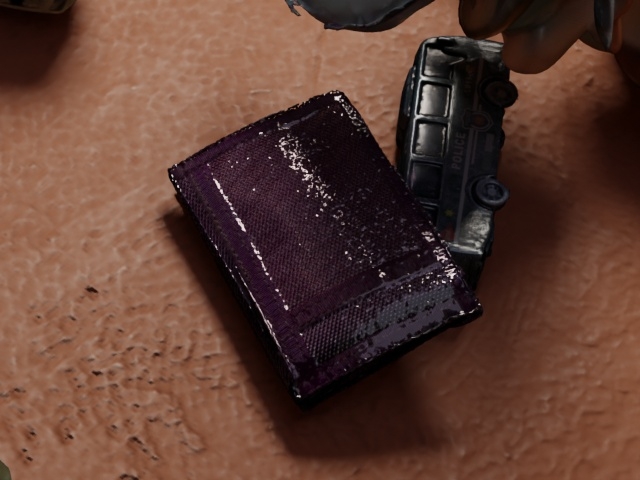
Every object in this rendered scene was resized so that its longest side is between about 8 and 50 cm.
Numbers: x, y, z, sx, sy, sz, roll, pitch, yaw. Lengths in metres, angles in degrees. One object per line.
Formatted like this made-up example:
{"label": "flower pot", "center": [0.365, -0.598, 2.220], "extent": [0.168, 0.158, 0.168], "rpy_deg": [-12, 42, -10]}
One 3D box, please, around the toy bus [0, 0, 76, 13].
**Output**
{"label": "toy bus", "center": [-0.210, -0.187, 1.112], "extent": [0.194, 0.089, 0.087], "rpy_deg": [12, 52, -5]}

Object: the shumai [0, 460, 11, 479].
{"label": "shumai", "center": [-0.223, 0.179, 0.708], "extent": [0.348, 0.395, 0.395], "rpy_deg": [46, 51, -9]}

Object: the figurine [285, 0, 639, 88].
{"label": "figurine", "center": [0.197, -0.188, 1.088], "extent": [0.388, 0.248, 0.277], "rpy_deg": [11, 78, -36]}

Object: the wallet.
{"label": "wallet", "center": [0.000, 0.000, 1.030], "extent": [0.111, 0.030, 0.166], "rpy_deg": [-30, 60, -3]}

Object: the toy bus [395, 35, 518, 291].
{"label": "toy bus", "center": [0.074, -0.045, 1.102], "extent": [0.065, 0.047, 0.166], "rpy_deg": [10, 51, -2]}
